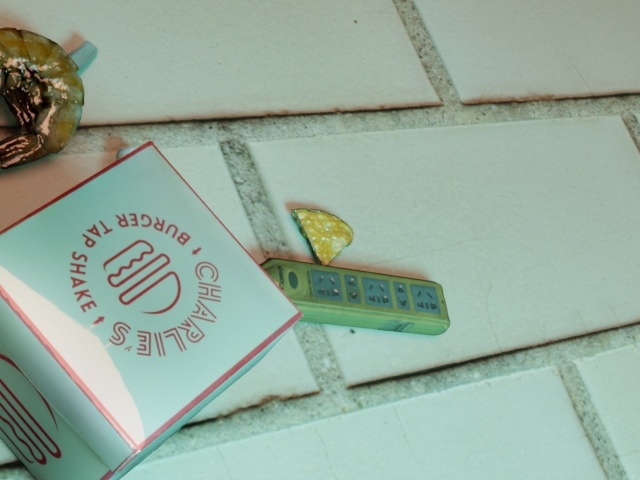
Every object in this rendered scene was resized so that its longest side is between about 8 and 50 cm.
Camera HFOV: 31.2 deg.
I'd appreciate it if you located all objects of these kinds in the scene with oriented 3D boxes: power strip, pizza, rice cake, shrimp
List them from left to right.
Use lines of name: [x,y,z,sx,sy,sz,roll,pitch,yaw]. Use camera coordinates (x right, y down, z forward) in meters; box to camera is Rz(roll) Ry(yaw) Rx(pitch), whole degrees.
shrimp: [-0.507,-0.190,1.674,0.365,0.071,0.233,-36,83,-35]
rice cake: [-0.414,-0.259,1.805,0.042,0.030,0.180,35,50,0]
pizza: [0.000,0.000,1.900,0.123,0.026,0.108,19,57,-23]
power strip: [0.040,0.089,1.845,0.388,0.066,0.092,8,56,-27]

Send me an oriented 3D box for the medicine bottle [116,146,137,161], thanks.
medicine bottle: [-0.294,-0.052,1.737,0.051,0.051,0.191,14,57,-23]

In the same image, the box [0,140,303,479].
box: [-0.274,0.120,1.481,0.312,0.300,0.314,49,50,3]
